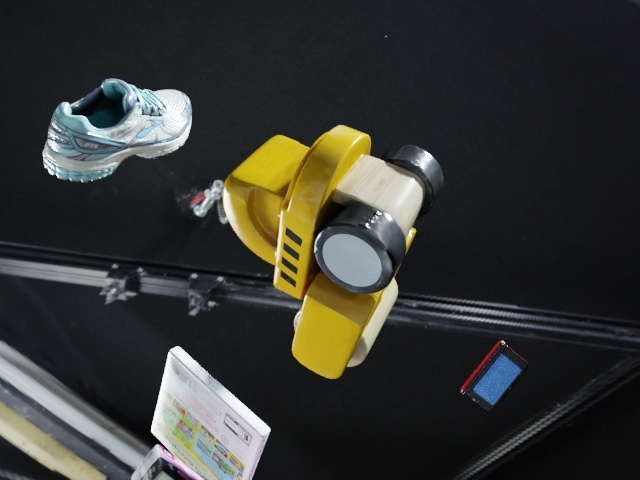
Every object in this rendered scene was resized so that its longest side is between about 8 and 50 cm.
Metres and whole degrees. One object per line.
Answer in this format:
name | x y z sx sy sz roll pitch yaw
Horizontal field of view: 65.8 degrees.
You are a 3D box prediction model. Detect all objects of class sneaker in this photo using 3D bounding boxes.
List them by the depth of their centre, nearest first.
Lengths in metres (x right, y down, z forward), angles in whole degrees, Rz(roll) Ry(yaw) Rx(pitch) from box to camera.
sneaker | -0.293 -0.193 0.775 0.110 0.283 0.122 34 -49 6

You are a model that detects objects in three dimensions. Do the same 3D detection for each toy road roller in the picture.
toy road roller | 0.000 0.000 0.676 0.240 0.202 0.330 25 -44 14

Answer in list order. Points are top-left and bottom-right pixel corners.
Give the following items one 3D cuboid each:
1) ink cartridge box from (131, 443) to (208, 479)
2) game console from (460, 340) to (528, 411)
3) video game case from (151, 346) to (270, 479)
ink cartridge box | -0.095 0.425 0.677 0.371 0.175 0.069 42 -112 -8
game console | 0.386 0.302 1.087 0.085 0.124 0.144 38 -89 22
video game case | -0.199 0.326 0.851 0.227 0.026 0.206 32 -61 24
